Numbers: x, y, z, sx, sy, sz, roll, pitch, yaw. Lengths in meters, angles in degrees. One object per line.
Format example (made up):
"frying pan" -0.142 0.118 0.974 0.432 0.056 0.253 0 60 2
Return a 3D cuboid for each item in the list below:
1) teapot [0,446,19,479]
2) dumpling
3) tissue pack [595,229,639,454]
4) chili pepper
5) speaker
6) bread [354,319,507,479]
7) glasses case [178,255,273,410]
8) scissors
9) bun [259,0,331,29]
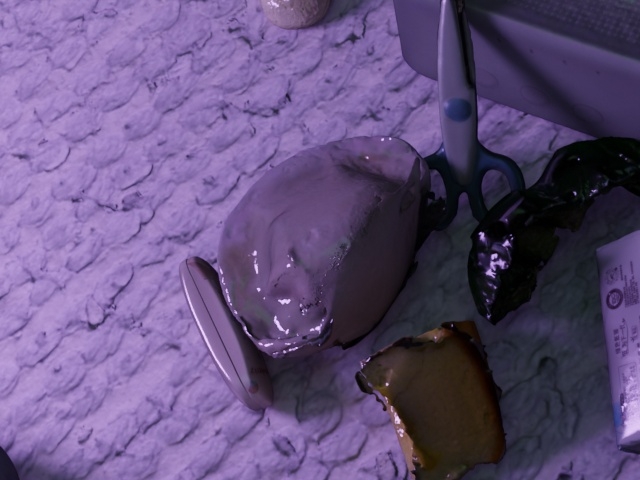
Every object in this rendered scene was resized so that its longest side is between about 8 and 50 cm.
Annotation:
"teapot" -0.431 0.306 1.608 0.193 0.129 0.294 -28 62 1
"dumpling" 0.014 0.010 1.627 0.204 0.163 0.293 17 71 52
"tissue pack" 0.402 0.106 1.498 0.159 0.145 0.229 -24 57 40
"chili pepper" 0.251 -0.030 1.566 0.264 0.148 0.116 -43 108 -2
"speaker" 0.283 -0.256 1.642 0.406 0.184 0.183 22 74 21
"bread" 0.121 0.164 1.513 0.140 0.160 0.169 -21 64 4
"glasses case" -0.110 0.107 1.640 0.051 0.081 0.204 -30 65 5
"scissors" 0.159 -0.145 1.608 0.138 0.289 0.041 0 25 16
"bun" -0.034 -0.330 1.815 0.115 0.069 0.115 -6 67 13
